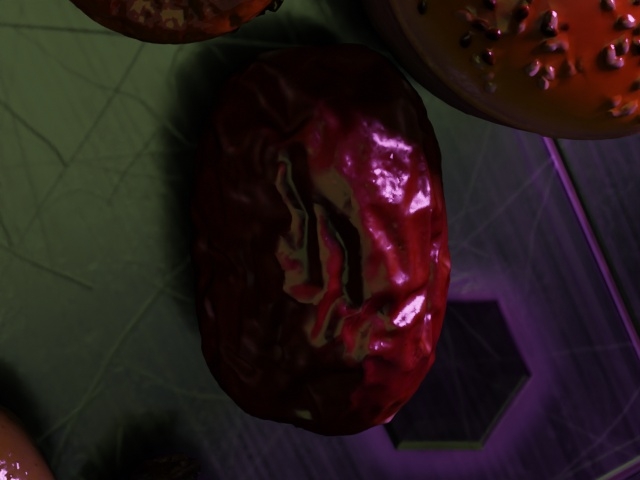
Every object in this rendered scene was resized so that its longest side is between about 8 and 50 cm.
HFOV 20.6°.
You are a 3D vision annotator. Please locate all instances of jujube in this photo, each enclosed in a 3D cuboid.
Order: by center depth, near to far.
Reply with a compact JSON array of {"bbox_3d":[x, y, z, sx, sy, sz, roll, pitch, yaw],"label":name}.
[{"bbox_3d":[0.000,0.000,1.134,0.174,0.174,0.250,-2,94,-13],"label":"jujube"}]

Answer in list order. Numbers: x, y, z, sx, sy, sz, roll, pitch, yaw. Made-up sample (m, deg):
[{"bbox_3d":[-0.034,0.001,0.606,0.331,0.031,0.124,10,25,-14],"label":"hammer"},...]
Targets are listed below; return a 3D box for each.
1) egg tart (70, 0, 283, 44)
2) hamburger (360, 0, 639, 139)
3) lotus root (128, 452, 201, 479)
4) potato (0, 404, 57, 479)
[{"bbox_3d":[-0.091,-0.209,1.064,0.215,0.171,0.215,0,113,0],"label":"egg tart"},{"bbox_3d":[0.160,-0.205,1.094,0.300,0.176,0.300,-2,94,-25],"label":"hamburger"},{"bbox_3d":[-0.113,0.248,1.194,0.120,0.120,0.209,10,98,-15],"label":"lotus root"},{"bbox_3d":[-0.241,0.225,1.149,0.169,0.143,0.248,5,93,-1],"label":"potato"}]
